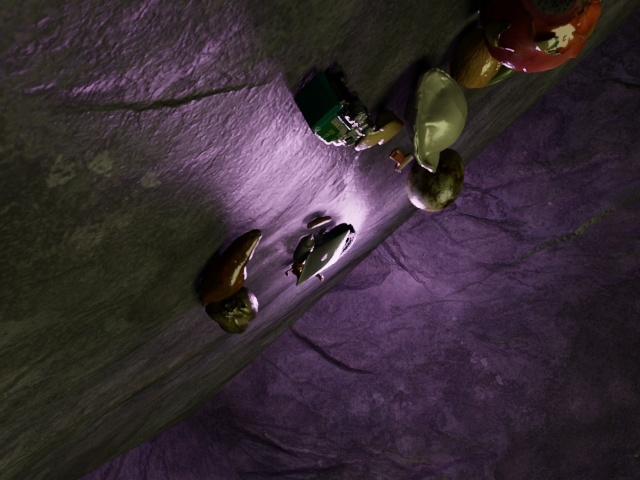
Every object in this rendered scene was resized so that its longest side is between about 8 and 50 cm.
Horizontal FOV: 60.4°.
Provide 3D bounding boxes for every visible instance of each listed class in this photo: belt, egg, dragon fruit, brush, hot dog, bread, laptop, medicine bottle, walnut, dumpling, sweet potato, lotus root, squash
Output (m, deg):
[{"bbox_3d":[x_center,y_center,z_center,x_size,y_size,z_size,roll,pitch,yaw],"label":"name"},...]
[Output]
[{"bbox_3d":[0.071,0.003,2.339,0.141,0.082,0.190,-12,145,-48],"label":"belt"},{"bbox_3d":[0.504,-0.264,2.383,0.289,0.238,0.238,-50,167,6],"label":"egg"},{"bbox_3d":[0.529,-0.556,1.317,0.290,0.291,0.189,-42,162,1],"label":"dragon fruit"},{"bbox_3d":[0.306,-0.314,2.116,0.090,0.017,0.314,-47,167,12],"label":"brush"},{"bbox_3d":[-0.001,-0.069,1.982,0.044,0.028,0.137,-17,-178,37],"label":"hot dog"},{"bbox_3d":[0.159,-0.310,1.556,0.149,0.065,0.187,-33,174,16],"label":"bread"},{"bbox_3d":[0.011,0.066,2.192,0.269,0.015,0.188,-30,152,-44],"label":"laptop"},{"bbox_3d":[-0.056,0.022,2.073,0.057,0.058,0.199,-35,166,-30],"label":"medicine bottle"},{"bbox_3d":[0.436,-0.507,1.530,0.144,0.144,0.180,-32,161,-37],"label":"walnut"},{"bbox_3d":[0.320,-0.327,1.565,0.341,0.181,0.260,126,-24,-87],"label":"dumpling"},{"bbox_3d":[-0.268,0.101,1.561,0.112,0.112,0.359,-28,165,-48],"label":"sweet potato"},{"bbox_3d":[-0.289,0.220,1.810,0.152,0.160,0.275,-63,177,-19],"label":"lotus root"},{"bbox_3d":[0.621,-0.582,1.779,0.318,0.071,0.080,-28,147,36],"label":"squash"}]

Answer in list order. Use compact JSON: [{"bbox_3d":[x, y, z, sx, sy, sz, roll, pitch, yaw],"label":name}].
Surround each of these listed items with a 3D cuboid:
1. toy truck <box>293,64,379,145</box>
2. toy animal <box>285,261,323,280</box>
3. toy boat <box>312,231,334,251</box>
[{"bbox_3d":[0.035,-0.275,1.163,0.124,0.114,0.253,-30,171,10],"label":"toy truck"},{"bbox_3d":[-0.085,0.118,2.289,0.116,0.114,0.255,-3,176,27],"label":"toy animal"},{"bbox_3d":[0.000,0.000,2.188,0.140,0.059,0.066,-35,138,-36],"label":"toy boat"}]
